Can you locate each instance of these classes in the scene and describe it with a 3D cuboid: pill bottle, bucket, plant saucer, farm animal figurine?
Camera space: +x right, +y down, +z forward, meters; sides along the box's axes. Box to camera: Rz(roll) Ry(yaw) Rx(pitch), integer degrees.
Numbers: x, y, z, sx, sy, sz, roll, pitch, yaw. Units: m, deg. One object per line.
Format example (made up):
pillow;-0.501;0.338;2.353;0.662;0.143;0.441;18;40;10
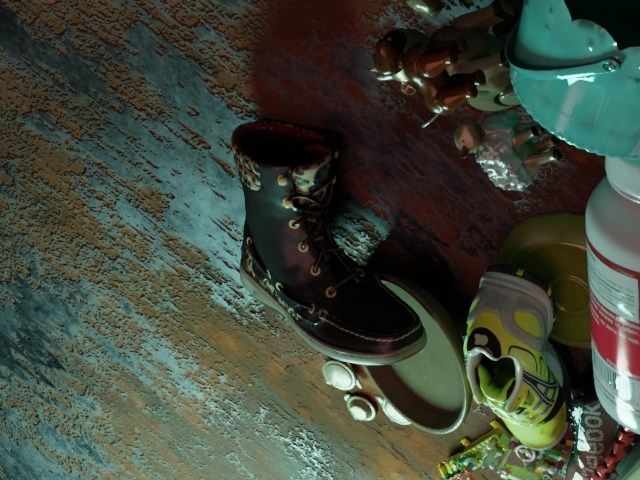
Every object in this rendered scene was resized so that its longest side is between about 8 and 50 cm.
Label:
pill bottle;0.453;0.038;1.671;0.229;0.229;0.407;10;129;27
bucket;0.347;-0.238;1.484;0.281;0.281;0.183;27;140;12
plant saucer;0.143;0.170;2.053;0.278;0.041;0.278;37;142;37
farm animal figurine;0.159;-0.256;1.638;0.172;0.330;0.327;-18;142;38
plant saucer;0.361;0.069;1.894;0.241;0.037;0.241;17;132;20

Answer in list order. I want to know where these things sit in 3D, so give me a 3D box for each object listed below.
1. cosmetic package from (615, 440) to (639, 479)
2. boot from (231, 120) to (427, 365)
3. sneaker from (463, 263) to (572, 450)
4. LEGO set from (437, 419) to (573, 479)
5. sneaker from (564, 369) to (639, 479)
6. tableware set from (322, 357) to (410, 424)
cosmetic package;0.543;0.348;1.951;0.160;0.113;0.309;33;135;5
boot;0.000;0.000;1.959;0.377;0.138;0.284;33;139;44
sneaker;0.274;0.201;1.946;0.145;0.147;0.384;14;145;33
LEGO set;0.296;0.371;2.131;0.287;0.107;0.132;1;125;32
sneaker;0.416;0.268;1.970;0.135;0.097;0.276;31;129;10
tableware set;0.084;0.254;2.238;0.169;0.020;0.141;-4;121;35
